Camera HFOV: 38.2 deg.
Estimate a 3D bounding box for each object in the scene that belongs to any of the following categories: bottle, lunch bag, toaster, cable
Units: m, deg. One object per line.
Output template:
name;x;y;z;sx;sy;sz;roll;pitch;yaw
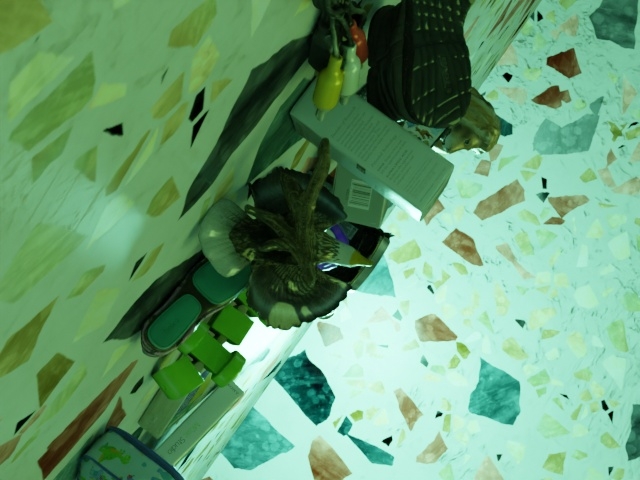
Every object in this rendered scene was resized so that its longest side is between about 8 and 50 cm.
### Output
bottle;0.000;0.000;1.793;0.092;0.118;0.283;-38;-178;3
lunch bag;-0.315;0.414;1.540;0.090;0.176;0.219;-49;170;-36
toaster;0.053;0.013;2.046;0.168;0.186;0.110;-55;163;2
cable;0.035;-0.260;1.097;0.139;0.072;0.287;-58;174;-20

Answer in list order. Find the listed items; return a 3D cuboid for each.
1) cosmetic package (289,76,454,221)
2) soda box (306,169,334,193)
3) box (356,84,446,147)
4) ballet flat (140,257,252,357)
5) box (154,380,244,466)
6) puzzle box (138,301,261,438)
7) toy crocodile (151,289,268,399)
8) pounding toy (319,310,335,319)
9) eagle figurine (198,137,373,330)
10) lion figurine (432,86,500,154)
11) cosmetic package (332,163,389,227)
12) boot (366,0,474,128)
cosmetic package;0.072;-0.130;1.304;0.085;0.231;0.117;-54;172;-4
soda box;0.002;-0.091;1.741;0.063;0.058;0.183;-55;174;8
box;0.137;-0.216;1.622;0.233;0.159;0.044;-49;173;-39
ballet flat;-0.183;0.088;1.350;0.221;0.077;0.079;-45;-172;-27
box;-0.286;0.425;2.045;0.232;0.058;0.322;-45;178;-23
puzzle box;-0.199;0.215;1.875;0.272;0.052;0.409;-56;173;18
toy crocodile;-0.151;0.138;1.595;0.340;0.115;0.105;-51;-169;-15
pounding toy;-0.058;0.095;1.873;0.110;0.183;0.237;-31;168;2
eagle figurine;-0.032;0.006;1.328;0.226;0.225;0.298;-42;179;-7
lion figurine;0.260;-0.253;1.937;0.142;0.240;0.392;-55;174;3
cosmetic package;0.096;-0.135;1.708;0.238;0.107;0.127;-66;166;-60
boot;0.125;-0.319;1.253;0.223;0.118;0.338;-146;-115;-70
